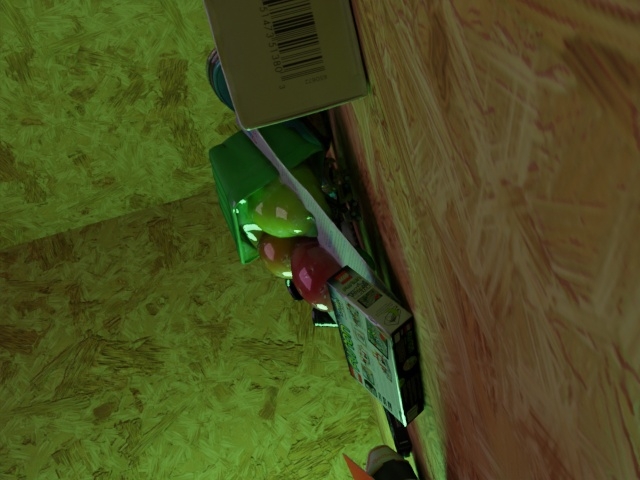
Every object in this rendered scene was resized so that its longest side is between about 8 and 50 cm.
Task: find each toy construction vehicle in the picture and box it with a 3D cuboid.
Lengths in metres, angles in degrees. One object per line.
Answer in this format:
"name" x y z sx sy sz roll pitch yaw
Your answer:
"toy construction vehicle" 0.030 -0.077 1.021 0.086 0.035 0.098 -113 8 -79

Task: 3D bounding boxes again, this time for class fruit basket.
"fruit basket" -0.010 -0.001 0.987 0.353 0.165 0.327 45 162 16

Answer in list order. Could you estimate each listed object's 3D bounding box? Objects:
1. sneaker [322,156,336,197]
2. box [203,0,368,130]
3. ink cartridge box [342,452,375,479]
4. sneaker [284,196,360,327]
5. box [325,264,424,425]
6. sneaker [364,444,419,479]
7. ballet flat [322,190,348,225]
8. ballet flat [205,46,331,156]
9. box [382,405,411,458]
"sneaker" 0.002 -0.127 1.338 0.188 0.067 0.078 72 -156 -83
"box" -0.048 -0.224 0.708 0.311 0.121 0.148 -109 4 -68
"ink cartridge box" 0.133 0.600 1.148 0.308 0.091 0.385 22 134 57
"sneaker" 0.000 0.038 1.215 0.102 0.146 0.293 76 178 -46
"box" 0.071 0.134 0.829 0.114 0.036 0.207 38 155 38
"sneaker" 0.144 0.520 1.328 0.321 0.126 0.127 88 159 -43
"ballet flat" -0.037 -0.083 1.166 0.188 0.070 0.070 38 -173 -12
"ballet flat" -0.077 -0.232 1.032 0.348 0.123 0.123 42 -151 -62
"box" 0.146 0.351 1.354 0.116 0.029 0.162 77 176 -61
